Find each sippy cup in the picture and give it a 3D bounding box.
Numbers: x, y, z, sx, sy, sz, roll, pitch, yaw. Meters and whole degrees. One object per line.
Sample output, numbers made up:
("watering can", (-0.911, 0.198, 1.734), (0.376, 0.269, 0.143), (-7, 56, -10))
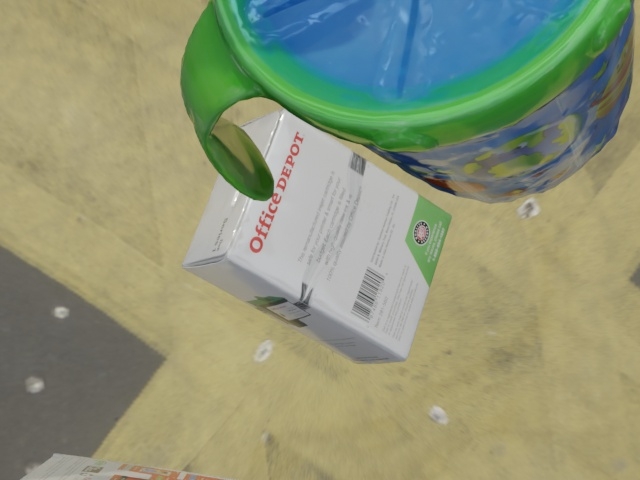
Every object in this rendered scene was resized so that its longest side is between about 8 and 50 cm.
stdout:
("sippy cup", (0.086, -0.132, 0.729), (0.306, 0.224, 0.240), (5, 76, 23))

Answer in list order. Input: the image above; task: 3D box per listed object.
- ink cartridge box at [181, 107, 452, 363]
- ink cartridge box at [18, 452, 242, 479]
("ink cartridge box", (0.000, 0.000, 1.171), (0.219, 0.093, 0.160), (32, 66, -27))
("ink cartridge box", (-0.130, 0.277, 1.028), (0.272, 0.309, 0.130), (7, 88, 1))
